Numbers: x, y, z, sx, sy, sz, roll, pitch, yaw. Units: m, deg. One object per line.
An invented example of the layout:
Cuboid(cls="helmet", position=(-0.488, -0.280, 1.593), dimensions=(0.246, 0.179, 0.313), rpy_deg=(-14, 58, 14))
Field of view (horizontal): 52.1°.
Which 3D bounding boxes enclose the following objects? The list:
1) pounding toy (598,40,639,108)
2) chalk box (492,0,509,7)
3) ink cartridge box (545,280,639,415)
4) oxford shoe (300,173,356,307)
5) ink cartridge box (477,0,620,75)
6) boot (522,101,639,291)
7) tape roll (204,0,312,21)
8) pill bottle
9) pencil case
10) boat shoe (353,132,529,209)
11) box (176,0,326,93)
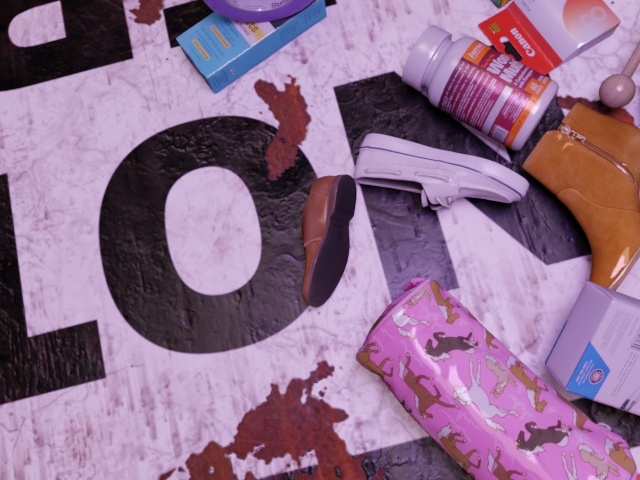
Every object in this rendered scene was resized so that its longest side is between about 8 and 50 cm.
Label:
Cuboid(cls="pounding toy", position=(0.546, -0.232, 0.944), dimensions=(0.237, 0.110, 0.183), rpy_deg=(36, 99, 24))
Cuboid(cls="chalk box", position=(0.290, -0.530, 1.097), dimensions=(0.132, 0.132, 0.213), rpy_deg=(-36, 75, -3))
Cuboid(cls="ink cartridge box", position=(0.430, 0.156, 0.889), dimensions=(0.191, 0.082, 0.139), rpy_deg=(20, 103, -10))
Cuboid(cls="oxford shoe", position=(0.000, 0.000, 1.032), dimensions=(0.076, 0.076, 0.212), rpy_deg=(4, 77, 37))
Cuboid(cls="ink cartridge box", position=(0.379, -0.365, 1.092), dimensions=(0.179, 0.045, 0.145), rpy_deg=(-31, 75, -6))
Cuboid(cls="boot", position=(0.399, -0.058, 0.995), dimensions=(0.211, 0.104, 0.295), rpy_deg=(30, 77, 17))
Cuboid(cls="tape roll", position=(-0.095, -0.424, 1.009), dimensions=(0.189, 0.189, 0.080), rpy_deg=(-9, 75, 3))
Cuboid(cls="pill bottle", position=(0.248, -0.244, 1.033), dimensions=(0.221, 0.121, 0.121), rpy_deg=(32, 81, 11))
Cuboid(cls="pencil case", position=(0.229, 0.221, 0.902), dimensions=(0.386, 0.167, 0.160), rpy_deg=(41, 118, 13))
Cuboid(cls="boat shoe", position=(0.181, -0.092, 1.016), dimensions=(0.267, 0.096, 0.088), rpy_deg=(18, 82, 10))
Cuboid(cls="box", position=(-0.116, -0.368, 1.127), dimensions=(0.244, 0.060, 0.100), rpy_deg=(-37, 76, -4))
